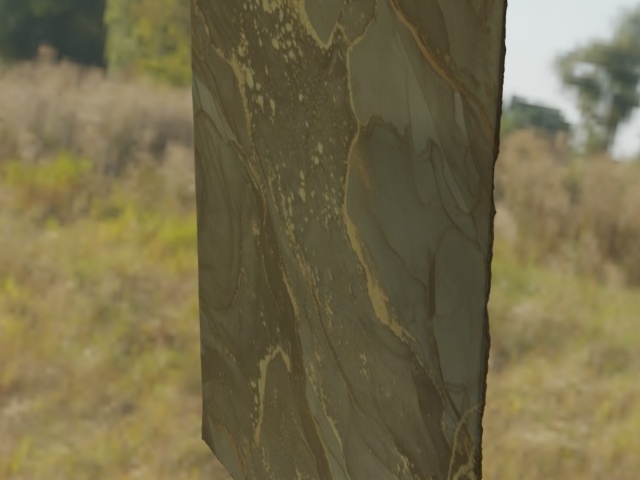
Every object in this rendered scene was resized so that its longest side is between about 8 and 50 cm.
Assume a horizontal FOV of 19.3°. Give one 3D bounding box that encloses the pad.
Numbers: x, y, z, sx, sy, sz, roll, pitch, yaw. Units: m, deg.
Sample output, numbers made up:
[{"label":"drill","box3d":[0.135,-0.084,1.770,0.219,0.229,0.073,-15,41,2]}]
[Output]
[{"label":"pad","box3d":[0.000,0.000,0.739,0.007,0.367,0.247,-15,35,-23]}]
